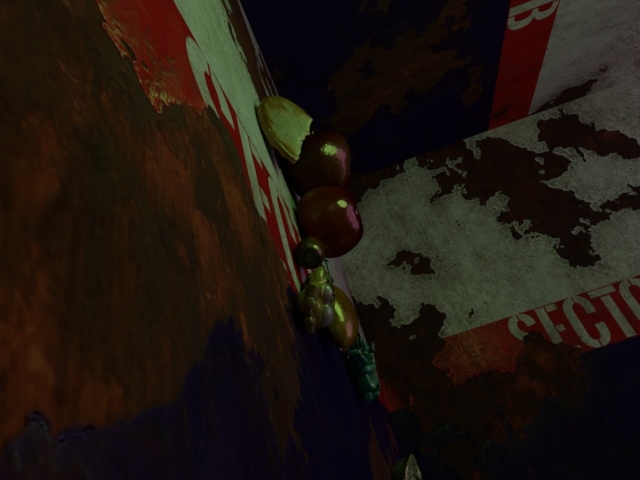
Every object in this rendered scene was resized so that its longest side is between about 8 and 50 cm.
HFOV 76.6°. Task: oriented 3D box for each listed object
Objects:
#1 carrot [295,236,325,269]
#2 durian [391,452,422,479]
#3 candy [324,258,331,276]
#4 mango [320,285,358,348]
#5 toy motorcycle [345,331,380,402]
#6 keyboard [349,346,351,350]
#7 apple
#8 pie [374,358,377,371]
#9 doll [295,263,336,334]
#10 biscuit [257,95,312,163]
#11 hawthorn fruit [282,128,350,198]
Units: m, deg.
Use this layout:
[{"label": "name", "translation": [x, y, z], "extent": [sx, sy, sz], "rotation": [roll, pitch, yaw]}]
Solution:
[{"label": "carrot", "translation": [-0.027, 0.030, 1.137], "extent": [0.193, 0.087, 0.087], "rotation": [-90, 160, -83]}, {"label": "durian", "translation": [0.328, 0.941, 1.582], "extent": [0.208, 0.103, 0.146], "rotation": [3, 64, -61]}, {"label": "candy", "translation": [0.020, 0.087, 1.688], "extent": [0.062, 0.058, 0.193], "rotation": [-22, 96, -46]}, {"label": "mango", "translation": [0.042, 0.202, 1.093], "extent": [0.141, 0.102, 0.217], "rotation": [61, 7, -32]}, {"label": "toy motorcycle", "translation": [0.148, 0.458, 1.420], "extent": [0.198, 0.110, 0.296], "rotation": [-82, 156, -59]}, {"label": "keyboard", "translation": [0.115, 0.419, 1.688], "extent": [0.155, 0.010, 0.053], "rotation": [-99, 170, -70]}, {"label": "apple", "translation": [0.035, -0.065, 1.448], "extent": [0.260, 0.217, 0.260], "rotation": [-16, 90, -83]}, {"label": "pie", "translation": [0.198, 0.559, 1.675], "extent": [0.163, 0.079, 0.193], "rotation": [-93, 165, -46]}, {"label": "doll", "translation": [-0.007, 0.125, 0.928], "extent": [0.291, 0.086, 0.117], "rotation": [-62, 152, -84]}, {"label": "biscuit", "translation": [-0.128, -0.398, 1.387], "extent": [0.205, 0.040, 0.308], "rotation": [38, 38, -22]}, {"label": "hawthorn fruit", "translation": [-0.007, -0.289, 1.601], "extent": [0.295, 0.295, 0.311], "rotation": [-104, 170, -52]}]
